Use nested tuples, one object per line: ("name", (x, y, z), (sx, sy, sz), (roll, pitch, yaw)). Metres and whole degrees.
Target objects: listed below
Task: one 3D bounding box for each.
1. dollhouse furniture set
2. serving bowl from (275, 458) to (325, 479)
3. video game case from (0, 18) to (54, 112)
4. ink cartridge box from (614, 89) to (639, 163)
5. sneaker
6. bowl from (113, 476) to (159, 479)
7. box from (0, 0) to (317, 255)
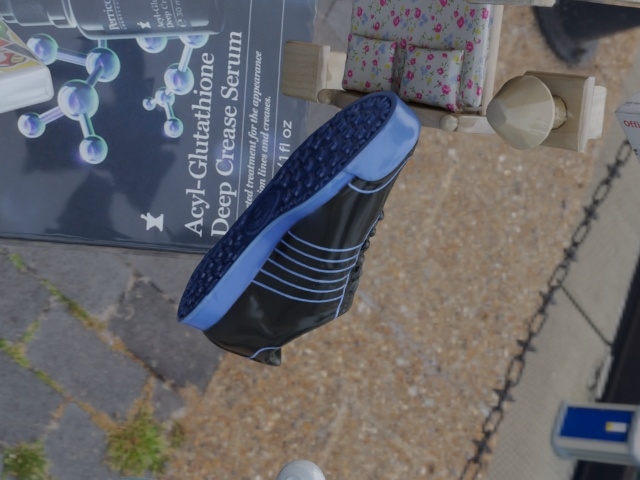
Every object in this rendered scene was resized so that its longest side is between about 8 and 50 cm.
("dollhouse furniture set", (0.051, -0.218, 0.550), (0.173, 0.355, 0.303), (-7, 108, -39))
("serving bowl", (-0.034, 0.373, 1.380), (0.027, 0.083, 0.083), (33, 62, -63))
("video game case", (-0.311, -0.108, 0.574), (0.227, 0.206, 0.026), (-21, 130, -26))
("ink cartridge box", (0.388, -0.096, 0.969), (0.056, 0.099, 0.135), (-39, 114, -11))
("sneaker", (0.000, 0.000, 0.622), (0.090, 0.232, 0.081), (32, 33, -23))
("bowl", (-0.229, 0.428, 1.201), (0.311, 0.311, 0.163), (50, 43, -28))
("box", (-0.227, -0.135, 0.938), (0.395, 0.212, 0.294), (5, 87, -28))
